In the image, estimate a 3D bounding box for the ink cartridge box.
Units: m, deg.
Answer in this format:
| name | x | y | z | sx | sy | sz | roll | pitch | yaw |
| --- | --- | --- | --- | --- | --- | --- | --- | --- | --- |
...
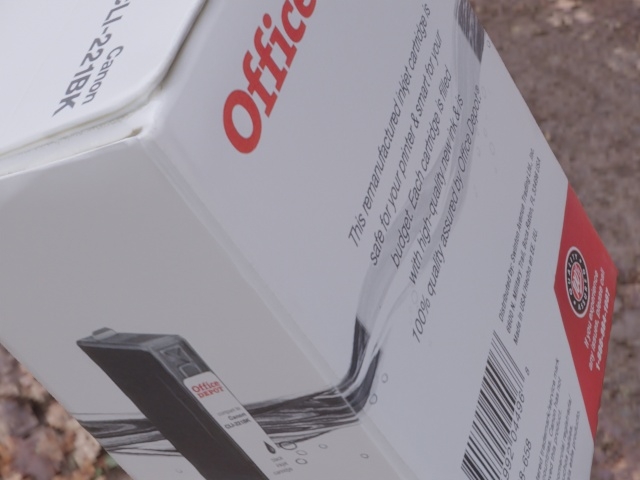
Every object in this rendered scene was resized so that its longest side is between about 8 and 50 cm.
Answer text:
| name | x | y | z | sx | sy | sz | roll | pitch | yaw |
| --- | --- | --- | --- | --- | --- | --- | --- | --- | --- |
| ink cartridge box | 0.000 | 0.000 | 0.496 | 0.114 | 0.273 | 0.197 | -11 | 41 | 30 |
